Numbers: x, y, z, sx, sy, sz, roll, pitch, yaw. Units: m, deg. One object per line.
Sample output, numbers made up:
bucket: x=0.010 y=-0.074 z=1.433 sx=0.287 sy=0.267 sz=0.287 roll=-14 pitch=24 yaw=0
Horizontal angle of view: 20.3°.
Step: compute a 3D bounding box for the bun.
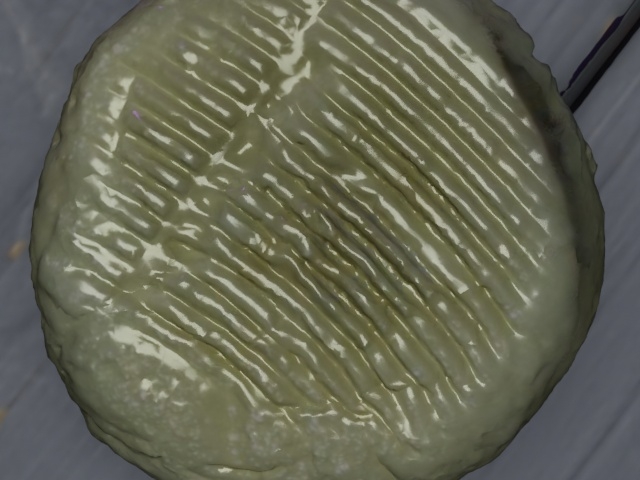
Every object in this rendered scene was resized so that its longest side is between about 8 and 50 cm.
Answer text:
bun: x=0.000 y=0.000 z=0.691 sx=0.220 sy=0.134 sz=0.220 roll=0 pitch=97 yaw=0
